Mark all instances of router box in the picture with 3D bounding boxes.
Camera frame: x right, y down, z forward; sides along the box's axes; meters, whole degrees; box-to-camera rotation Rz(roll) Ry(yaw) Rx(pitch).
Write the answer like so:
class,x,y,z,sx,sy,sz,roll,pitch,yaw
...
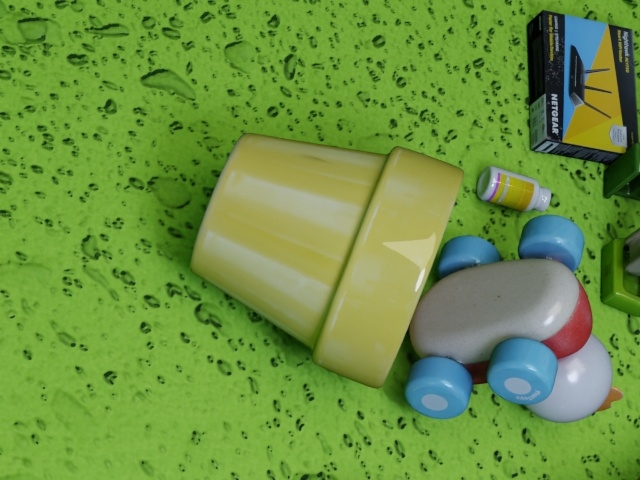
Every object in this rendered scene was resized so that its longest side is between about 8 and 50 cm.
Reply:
class,x,y,z,sx,sy,sz,roll,pitch,yaw
router box,0.328,-0.190,2.113,0.133,0.046,0.178,9,68,-20

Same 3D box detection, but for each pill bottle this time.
class,x,y,z,sx,sy,sz,roll,pitch,yaw
pill bottle,0.233,-0.059,2.027,0.083,0.043,0.043,16,66,-17

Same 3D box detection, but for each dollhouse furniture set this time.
class,x,y,z,sx,sy,sz,roll,pitch,yaw
dollhouse furniture set,0.465,-0.040,1.971,0.151,0.301,0.197,12,65,-16

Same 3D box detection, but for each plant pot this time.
class,x,y,z,sx,sy,sz,roll,pitch,yaw
plant pot,0.000,0.000,1.809,0.239,0.254,0.254,21,64,3

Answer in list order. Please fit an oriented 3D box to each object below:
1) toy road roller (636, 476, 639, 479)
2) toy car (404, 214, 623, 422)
class,x,y,z,sx,sy,sz,roll,pitch,yaw
toy road roller,0.420,0.322,1.814,0.240,0.329,0.202,-43,91,-7
toy car,0.239,0.136,1.910,0.238,0.210,0.219,49,42,-32
